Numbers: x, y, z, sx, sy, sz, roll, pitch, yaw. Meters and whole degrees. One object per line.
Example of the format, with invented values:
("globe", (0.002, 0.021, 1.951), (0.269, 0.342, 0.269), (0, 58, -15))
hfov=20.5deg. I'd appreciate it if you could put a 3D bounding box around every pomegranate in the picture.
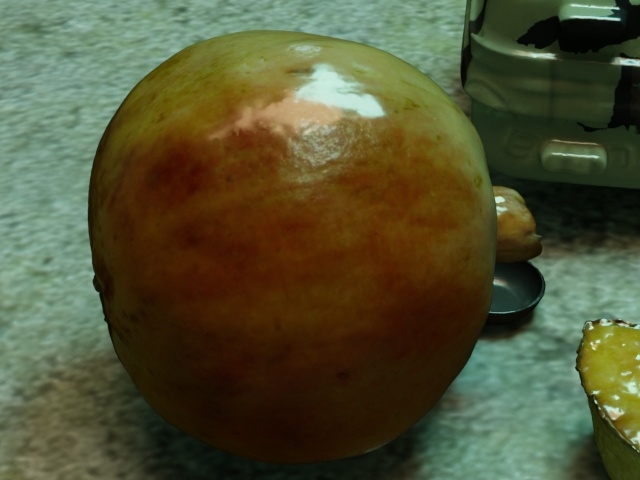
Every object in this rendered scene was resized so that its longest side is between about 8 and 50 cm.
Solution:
("pomegranate", (0.000, 0.000, 1.038), (0.271, 0.252, 0.229), (-9, 17, -11))

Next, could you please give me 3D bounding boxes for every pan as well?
("pan", (0.105, 0.046, 1.160), (0.068, 0.023, 0.115), (16, 36, 18))

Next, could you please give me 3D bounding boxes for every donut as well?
("donut", (0.245, 0.122, 1.012), (0.217, 0.085, 0.141), (12, 38, 16))

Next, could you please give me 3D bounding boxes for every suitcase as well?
("suitcase", (0.281, -0.157, 1.308), (0.352, 0.194, 0.339), (5, 30, 3))
